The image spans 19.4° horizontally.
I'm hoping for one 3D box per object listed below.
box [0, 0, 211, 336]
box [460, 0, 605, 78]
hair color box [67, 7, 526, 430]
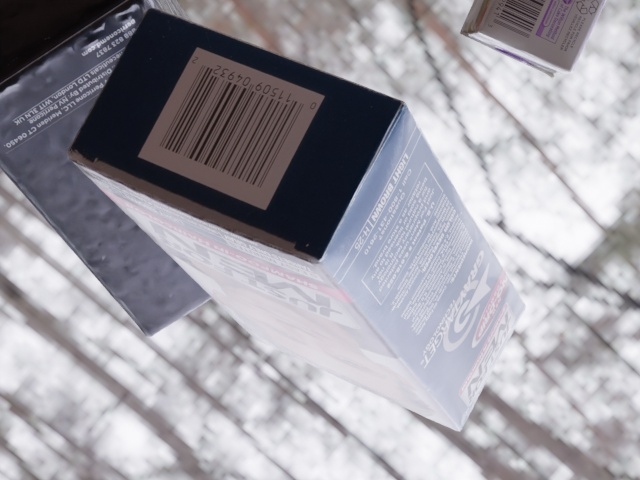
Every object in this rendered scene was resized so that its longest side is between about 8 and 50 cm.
[{"bbox_3d":[-0.182,-0.130,1.548,0.182,0.294,0.296,-34,-139,4],"label":"box"},{"bbox_3d":[0.179,-0.254,1.092,0.063,0.067,0.324,-142,-105,-82],"label":"box"},{"bbox_3d":[0.000,0.000,1.153,0.174,0.347,0.105,23,-102,24],"label":"hair color box"}]
